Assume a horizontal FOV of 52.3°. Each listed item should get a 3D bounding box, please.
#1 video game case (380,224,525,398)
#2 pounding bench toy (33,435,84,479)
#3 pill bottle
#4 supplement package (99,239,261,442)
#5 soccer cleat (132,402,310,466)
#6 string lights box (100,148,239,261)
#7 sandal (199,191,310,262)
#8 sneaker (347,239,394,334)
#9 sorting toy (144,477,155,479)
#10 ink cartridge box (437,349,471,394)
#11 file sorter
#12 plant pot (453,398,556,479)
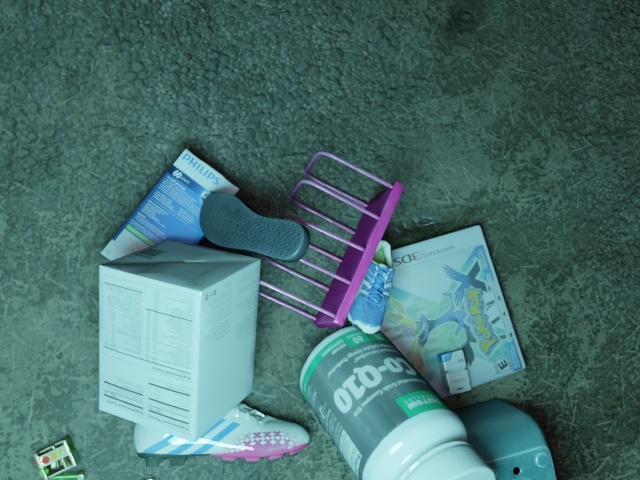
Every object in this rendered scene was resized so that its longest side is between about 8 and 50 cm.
[{"bbox_3d":[0.255,0.160,1.391,0.300,0.036,0.329,-16,86,-14],"label":"video game case"},{"bbox_3d":[-0.475,0.411,1.187,0.065,0.052,0.083,-25,88,-14],"label":"pounding bench toy"},{"bbox_3d":[0.127,0.331,1.157,0.204,0.361,0.204,-17,128,-23],"label":"pill bottle"},{"bbox_3d":[-0.240,0.160,1.121,0.198,0.199,0.262,11,107,20],"label":"supplement package"},{"bbox_3d":[-0.182,0.342,1.228,0.331,0.116,0.143,1,82,-12],"label":"soccer cleat"},{"bbox_3d":[-0.291,-0.035,1.278,0.133,0.077,0.259,38,76,-6],"label":"string lights box"},{"bbox_3d":[-0.125,-0.015,1.189,0.254,0.054,0.097,23,88,32],"label":"sandal"},{"bbox_3d":[0.098,0.086,1.263,0.080,0.081,0.211,16,47,-8],"label":"sneaker"},{"bbox_3d":[-0.345,0.471,1.195,0.083,0.075,0.044,-7,83,-13],"label":"sorting toy"},{"bbox_3d":[0.276,0.271,1.346,0.048,0.028,0.083,-10,84,-13],"label":"ink cartridge box"},{"bbox_3d":[0.000,0.000,1.274,0.182,0.202,0.290,26,78,-6],"label":"file sorter"},{"bbox_3d":[0.325,0.463,1.253,0.247,0.252,0.247,-10,84,-13],"label":"plant pot"}]
